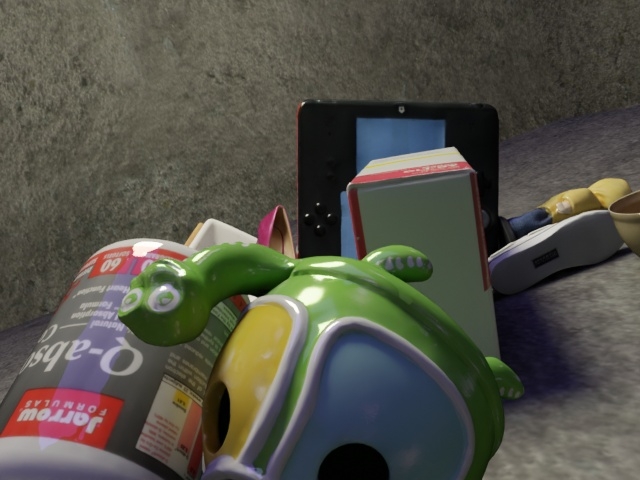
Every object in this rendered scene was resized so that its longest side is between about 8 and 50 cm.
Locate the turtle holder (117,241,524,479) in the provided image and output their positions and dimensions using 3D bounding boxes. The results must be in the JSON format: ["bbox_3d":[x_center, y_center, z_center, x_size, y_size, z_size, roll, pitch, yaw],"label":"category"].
[{"bbox_3d":[0.004,0.132,0.541,0.243,0.321,0.227,-8,28,41],"label":"turtle holder"}]

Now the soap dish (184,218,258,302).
[{"bbox_3d":[-0.191,0.091,1.299,0.291,0.228,0.118,-75,12,-62],"label":"soap dish"}]

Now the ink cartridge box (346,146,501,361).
[{"bbox_3d":[0.155,0.017,0.946,0.160,0.280,0.385,-9,11,10],"label":"ink cartridge box"}]

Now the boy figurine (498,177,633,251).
[{"bbox_3d":[0.481,-0.044,1.263,0.284,0.092,0.177,-17,-18,-6],"label":"boy figurine"}]

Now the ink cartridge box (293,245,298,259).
[{"bbox_3d":[0.000,0.000,1.342,0.065,0.333,0.165,19,18,11],"label":"ink cartridge box"}]

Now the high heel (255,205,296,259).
[{"bbox_3d":[-0.069,0.039,1.239,0.082,0.117,0.244,13,30,-26],"label":"high heel"}]

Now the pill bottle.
[{"bbox_3d":[-0.201,0.188,0.614,0.210,0.210,0.363,-16,37,23],"label":"pill bottle"}]

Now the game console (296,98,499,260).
[{"bbox_3d":[0.147,-0.087,1.185,0.386,0.343,0.060,0,6,-9],"label":"game console"}]

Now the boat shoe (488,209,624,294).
[{"bbox_3d":[0.399,0.010,1.105,0.257,0.095,0.084,-19,13,-2],"label":"boat shoe"}]

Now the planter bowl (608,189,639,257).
[{"bbox_3d":[0.529,-0.018,0.950,0.161,0.109,0.162,-19,10,3],"label":"planter bowl"}]
